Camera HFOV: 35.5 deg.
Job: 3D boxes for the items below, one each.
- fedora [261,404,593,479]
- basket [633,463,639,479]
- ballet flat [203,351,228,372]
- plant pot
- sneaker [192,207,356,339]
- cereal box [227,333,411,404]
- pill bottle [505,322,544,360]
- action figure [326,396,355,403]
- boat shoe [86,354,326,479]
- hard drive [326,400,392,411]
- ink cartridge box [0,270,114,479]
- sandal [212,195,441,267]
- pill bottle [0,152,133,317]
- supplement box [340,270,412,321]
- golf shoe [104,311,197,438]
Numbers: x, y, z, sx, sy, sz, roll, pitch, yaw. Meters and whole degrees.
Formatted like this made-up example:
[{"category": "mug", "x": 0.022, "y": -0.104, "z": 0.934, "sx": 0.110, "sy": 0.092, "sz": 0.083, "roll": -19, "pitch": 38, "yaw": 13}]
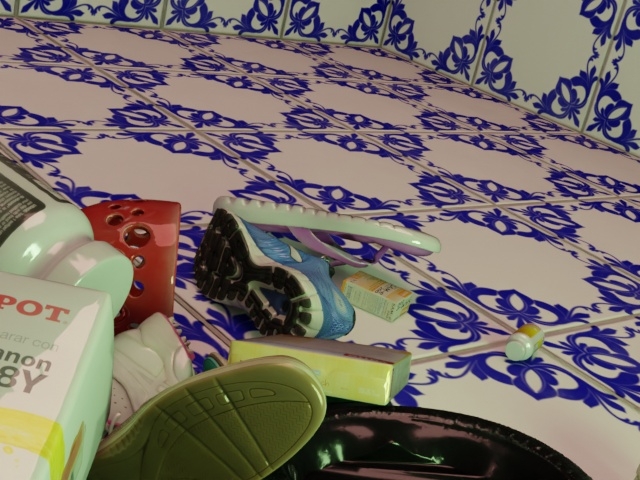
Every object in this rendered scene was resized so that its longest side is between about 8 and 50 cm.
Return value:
[{"category": "fedora", "x": 0.092, "y": 0.277, "z": 0.915, "sx": 0.334, "sy": 0.152, "sz": 0.334, "roll": 5, "pitch": 18, "yaw": -2}, {"category": "basket", "x": 0.409, "y": 0.309, "z": 1.104, "sx": 0.103, "sy": 0.113, "sz": 0.167, "roll": 13, "pitch": 20, "yaw": 4}, {"category": "ballet flat", "x": -0.077, "y": 0.196, "z": 1.109, "sx": 0.052, "sy": 0.057, "sz": 0.168, "roll": -11, "pitch": 62, "yaw": -35}, {"category": "plant pot", "x": -0.268, "y": 0.036, "z": 1.278, "sx": 0.174, "sy": 0.191, "sz": 0.191, "roll": 6, "pitch": 21, "yaw": -7}, {"category": "sneaker", "x": -0.069, "y": 0.060, "z": 1.474, "sx": 0.147, "sy": 0.129, "sz": 0.330, "roll": 14, "pitch": 18, "yaw": -43}, {"category": "cereal box", "x": 0.007, "y": 0.141, "z": 1.128, "sx": 0.173, "sy": 0.047, "sz": 0.240, "roll": 8, "pitch": -2, "yaw": 11}, {"category": "pill bottle", "x": 0.311, "y": 0.157, "z": 1.532, "sx": 0.043, "sy": 0.043, "sz": 0.083, "roll": 23, "pitch": 22, "yaw": 24}, {"category": "action figure", "x": -0.002, "y": 0.208, "z": 1.174, "sx": 0.232, "sy": 0.063, "sz": 0.137, "roll": 17, "pitch": 18, "yaw": 19}, {"category": "boat shoe", "x": -0.118, "y": 0.176, "z": 0.906, "sx": 0.109, "sy": 0.302, "sz": 0.098, "roll": 52, "pitch": 25, "yaw": -9}, {"category": "hard drive", "x": 0.051, "y": 0.239, "z": 1.085, "sx": 0.094, "sy": 0.022, "sz": 0.135, "roll": 1, "pitch": 57, "yaw": -27}, {"category": "ink cartridge box", "x": -0.334, "y": 0.188, "z": 0.717, "sx": 0.279, "sy": 0.160, "sz": 0.384, "roll": 12, "pitch": 40, "yaw": -1}, {"category": "sandal", "x": 0.007, "y": 0.001, "z": 1.688, "sx": 0.416, "sy": 0.102, "sz": 0.169, "roll": 11, "pitch": 2, "yaw": 27}, {"category": "pill bottle", "x": -0.355, "y": 0.000, "z": 1.110, "sx": 0.278, "sy": 0.162, "sz": 0.162, "roll": 34, "pitch": 26, "yaw": 17}, {"category": "supplement box", "x": 0.088, "y": 0.087, "z": 1.583, "sx": 0.098, "sy": 0.036, "sz": 0.062, "roll": 23, "pitch": 23, "yaw": 22}, {"category": "golf shoe", "x": -0.172, "y": 0.198, "z": 1.067, "sx": 0.140, "sy": 0.115, "sz": 0.306, "roll": -18, "pitch": 33, "yaw": -20}]
